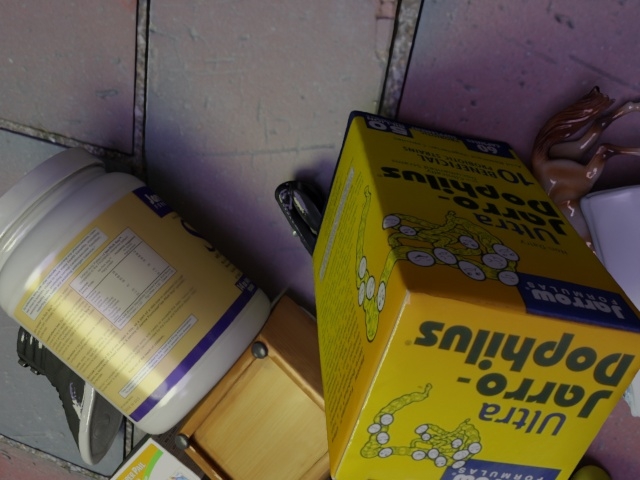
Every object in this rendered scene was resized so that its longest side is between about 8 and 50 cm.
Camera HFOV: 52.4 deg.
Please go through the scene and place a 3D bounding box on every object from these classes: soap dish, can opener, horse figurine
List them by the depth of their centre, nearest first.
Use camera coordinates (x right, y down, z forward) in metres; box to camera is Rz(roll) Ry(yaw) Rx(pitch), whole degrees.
[{"bbox_3d":[0.304,-0.043,0.718,0.174,0.066,0.263,-22,111,23],"label":"horse figurine"},{"bbox_3d":[0.000,0.000,0.849,0.059,0.073,0.186,-22,116,18],"label":"can opener"},{"bbox_3d":[-0.059,0.256,0.922,0.229,0.118,0.291,43,116,10],"label":"soap dish"}]

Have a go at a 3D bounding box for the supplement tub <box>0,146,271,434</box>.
[{"bbox_3d":[-0.258,0.063,0.860,0.331,0.241,0.241,43,120,-5],"label":"supplement tub"}]

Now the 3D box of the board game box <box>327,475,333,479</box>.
[{"bbox_3d":[0.170,0.387,0.847,0.347,0.056,0.208,27,133,-2],"label":"board game box"}]

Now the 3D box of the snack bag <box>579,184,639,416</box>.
[{"bbox_3d":[0.451,0.064,0.634,0.343,0.037,0.323,-6,119,35],"label":"snack bag"}]

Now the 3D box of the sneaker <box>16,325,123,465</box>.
[{"bbox_3d":[-0.415,0.229,1.077,0.147,0.104,0.295,10,111,16],"label":"sneaker"}]

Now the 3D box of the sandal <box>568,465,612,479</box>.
[{"bbox_3d":[0.391,0.460,0.909,0.138,0.126,0.317,-27,96,31],"label":"sandal"}]

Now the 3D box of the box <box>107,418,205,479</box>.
[{"bbox_3d":[-0.262,0.371,1.082,0.103,0.114,0.203,41,122,-3],"label":"box"}]

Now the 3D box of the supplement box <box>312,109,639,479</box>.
[{"bbox_3d":[0.113,0.038,0.631,0.194,0.356,0.195,10,120,-10],"label":"supplement box"}]
